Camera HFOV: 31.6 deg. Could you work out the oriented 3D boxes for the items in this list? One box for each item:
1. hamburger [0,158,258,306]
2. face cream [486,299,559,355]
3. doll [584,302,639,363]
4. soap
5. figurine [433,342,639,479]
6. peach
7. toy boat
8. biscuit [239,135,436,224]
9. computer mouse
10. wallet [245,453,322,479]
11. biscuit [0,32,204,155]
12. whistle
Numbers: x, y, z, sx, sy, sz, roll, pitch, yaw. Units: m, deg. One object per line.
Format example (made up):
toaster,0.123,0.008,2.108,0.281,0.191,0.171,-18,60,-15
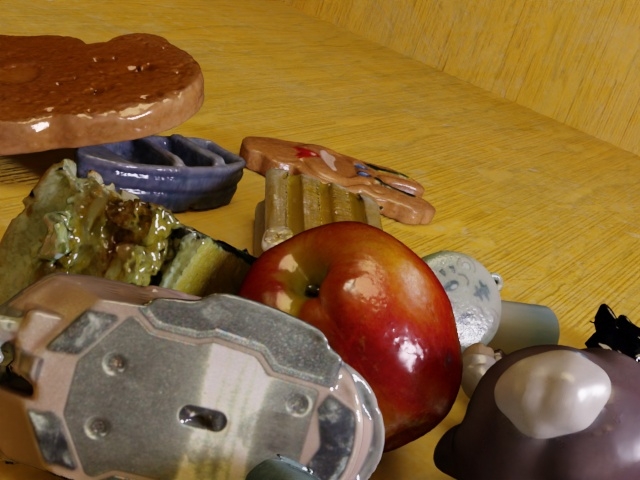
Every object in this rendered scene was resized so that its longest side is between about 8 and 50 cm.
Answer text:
hamburger,-0.184,0.045,1.093,0.168,0.192,0.288,35,-1,24
face cream,0.175,0.105,1.399,0.250,0.077,0.077,9,22,-27
doll,0.427,0.176,1.453,0.127,0.088,0.248,28,16,-50
soap,0.000,0.000,1.498,0.173,0.089,0.274,17,20,-8
figurine,0.237,0.165,1.105,0.218,0.206,0.365,27,18,-4
peach,0.035,0.097,1.076,0.243,0.199,0.243,37,-16,13
toy boat,-0.228,-0.098,1.563,0.127,0.078,0.283,33,24,32
biscuit,0.029,-0.110,1.882,0.334,0.047,0.202,15,20,-9
computer mouse,-0.136,0.126,0.926,0.389,0.199,0.115,17,0,-10
wallet,0.105,0.255,0.821,0.290,0.054,0.251,23,2,-27
biscuit,-0.389,-0.204,1.560,0.455,0.078,0.350,-1,25,-6
whistle,0.107,0.092,1.282,0.258,0.067,0.126,-24,85,-29
